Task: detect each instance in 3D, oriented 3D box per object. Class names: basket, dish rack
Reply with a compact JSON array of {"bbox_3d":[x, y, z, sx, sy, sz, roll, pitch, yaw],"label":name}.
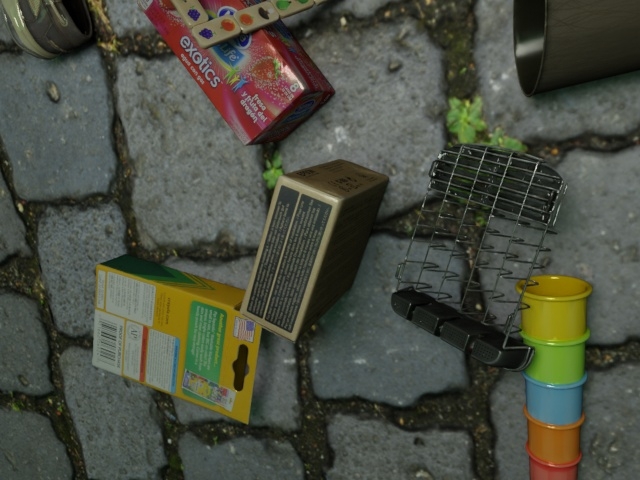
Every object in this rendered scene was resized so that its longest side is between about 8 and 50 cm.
[{"bbox_3d":[0.341,-0.257,0.580,0.227,0.204,0.154,-6,77,11],"label":"basket"},{"bbox_3d":[0.205,0.014,0.704,0.208,0.074,0.271,26,106,45],"label":"dish rack"}]

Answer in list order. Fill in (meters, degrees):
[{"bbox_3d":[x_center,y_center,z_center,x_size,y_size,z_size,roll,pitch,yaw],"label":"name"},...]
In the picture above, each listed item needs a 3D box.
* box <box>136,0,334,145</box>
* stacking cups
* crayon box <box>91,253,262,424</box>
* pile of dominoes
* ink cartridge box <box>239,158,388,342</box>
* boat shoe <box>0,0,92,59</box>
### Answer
[{"bbox_3d":[-0.115,-0.273,0.759,0.123,0.128,0.257,-38,88,24],"label":"box"},{"bbox_3d":[0.317,0.211,0.739,0.096,0.096,0.316,1,103,20],"label":"stacking cups"},{"bbox_3d":[-0.240,0.166,0.938,0.323,0.083,0.203,15,108,17],"label":"crayon box"},{"bbox_3d":[-0.093,-0.373,0.681,0.196,0.251,0.040,56,155,2],"label":"pile of dominoes"},{"bbox_3d":[0.000,0.000,0.727,0.088,0.235,0.193,24,109,14],"label":"ink cartridge box"},{"bbox_3d":[-0.439,-0.476,0.843,0.130,0.132,0.355,-4,110,11],"label":"boat shoe"}]
